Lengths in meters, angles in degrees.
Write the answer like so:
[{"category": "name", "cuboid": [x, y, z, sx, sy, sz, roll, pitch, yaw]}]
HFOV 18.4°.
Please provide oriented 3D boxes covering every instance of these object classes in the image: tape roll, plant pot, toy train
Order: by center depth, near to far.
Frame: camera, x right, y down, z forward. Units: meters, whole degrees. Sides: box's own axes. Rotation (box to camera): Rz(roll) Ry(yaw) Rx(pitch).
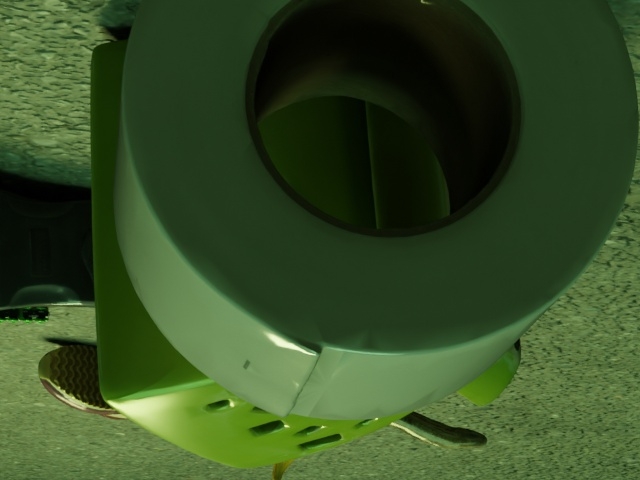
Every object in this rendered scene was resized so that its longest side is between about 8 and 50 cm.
[{"category": "tape roll", "cuboid": [0.019, -0.043, 0.986, 0.246, 0.246, 0.169, 4, 165, -6]}, {"category": "plant pot", "cuboid": [0.000, 0.000, 1.194, 0.207, 0.228, 0.227, -11, 161, 17]}, {"category": "toy train", "cuboid": [-0.292, 0.069, 1.837, 0.083, 0.017, 0.024, 2, 174, 3]}]

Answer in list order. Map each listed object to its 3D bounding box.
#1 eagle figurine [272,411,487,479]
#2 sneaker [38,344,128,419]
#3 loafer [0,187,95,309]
[{"category": "eagle figurine", "cuboid": [-0.007, 0.095, 1.667, 0.226, 0.225, 0.298, 49, -175, -13]}, {"category": "sneaker", "cuboid": [-0.225, 0.155, 2.033, 0.185, 0.069, 0.084, 17, 153, -39]}, {"category": "loafer", "cuboid": [-0.252, 0.007, 1.463, 0.302, 0.109, 0.095, 9, 167, -32]}]
